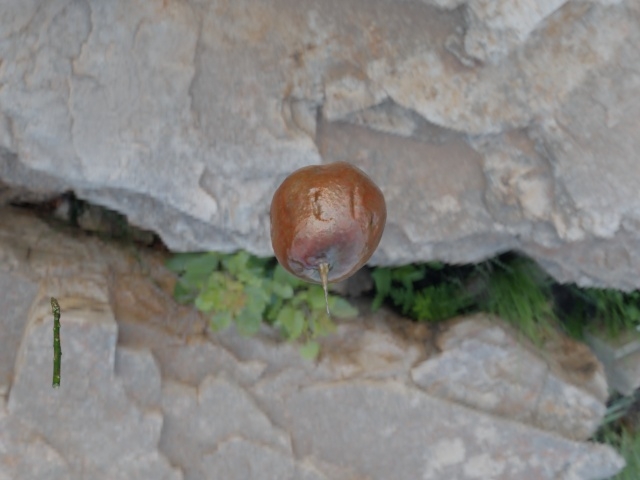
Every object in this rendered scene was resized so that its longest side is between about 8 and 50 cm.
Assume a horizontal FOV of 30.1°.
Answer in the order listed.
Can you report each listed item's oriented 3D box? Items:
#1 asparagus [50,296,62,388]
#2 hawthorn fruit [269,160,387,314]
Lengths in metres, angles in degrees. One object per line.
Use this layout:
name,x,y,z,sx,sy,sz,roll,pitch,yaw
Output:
asparagus,-0.380,0.145,1.719,0.016,0.162,0.016,-31,137,23
hawthorn fruit,0.003,-0.018,1.419,0.149,0.189,0.149,4,110,10
